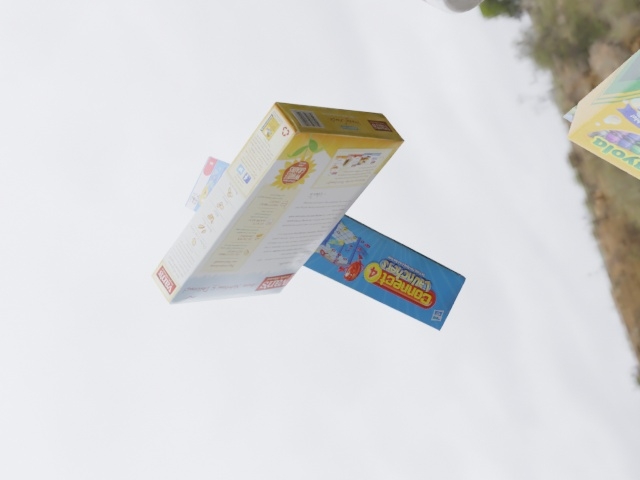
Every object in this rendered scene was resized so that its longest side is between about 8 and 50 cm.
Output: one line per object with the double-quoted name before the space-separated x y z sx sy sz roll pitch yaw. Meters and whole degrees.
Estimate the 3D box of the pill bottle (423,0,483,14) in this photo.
"pill bottle" 0.119 -0.464 1.615 0.301 0.169 0.169 37 -175 31

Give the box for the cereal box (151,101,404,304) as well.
"cereal box" -0.044 -0.033 1.114 0.173 0.240 0.047 -2 -131 -52

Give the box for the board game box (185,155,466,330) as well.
"board game box" 0.000 0.000 1.579 0.302 0.086 0.308 26 179 -29

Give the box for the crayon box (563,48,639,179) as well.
"crayon box" 0.530 -0.186 1.704 0.203 0.323 0.083 28 -116 -8
